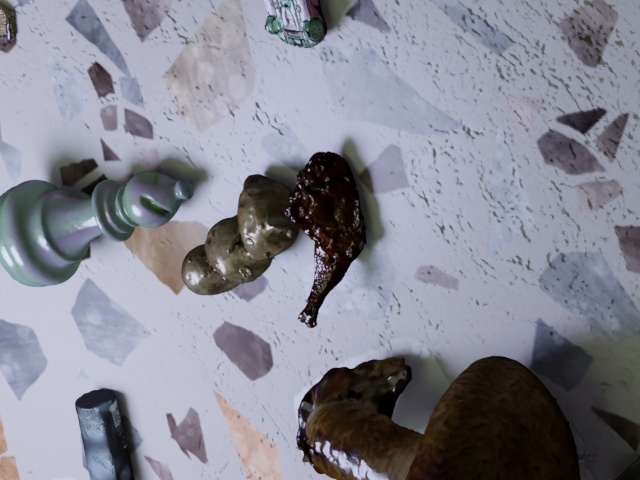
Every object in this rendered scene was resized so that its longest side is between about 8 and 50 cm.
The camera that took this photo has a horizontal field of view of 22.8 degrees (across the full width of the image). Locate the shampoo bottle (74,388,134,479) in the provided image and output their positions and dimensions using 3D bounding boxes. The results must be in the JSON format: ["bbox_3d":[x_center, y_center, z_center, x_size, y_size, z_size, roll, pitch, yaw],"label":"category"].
[{"bbox_3d":[-0.292,0.308,2.216,0.063,0.057,0.207,5,118,26],"label":"shampoo bottle"}]

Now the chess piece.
[{"bbox_3d":[-0.272,-0.032,1.984,0.272,0.139,0.139,-15,104,30],"label":"chess piece"}]

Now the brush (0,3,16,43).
[{"bbox_3d":[-0.454,-0.294,2.039,0.164,0.014,0.051,19,123,29],"label":"brush"}]

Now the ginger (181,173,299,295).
[{"bbox_3d":[-0.095,0.004,1.890,0.204,0.080,0.104,-47,50,41],"label":"ginger"}]

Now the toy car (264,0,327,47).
[{"bbox_3d":[-0.032,-0.273,1.709,0.069,0.055,0.142,15,132,40],"label":"toy car"}]

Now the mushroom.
[{"bbox_3d":[0.121,0.257,1.715,0.356,0.334,0.331,44,111,10],"label":"mushroom"}]

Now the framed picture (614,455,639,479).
[{"bbox_3d":[0.465,0.254,1.645,0.232,0.024,0.315,41,132,10],"label":"framed picture"}]

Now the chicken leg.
[{"bbox_3d":[0.006,-0.003,1.814,0.053,0.093,0.205,-146,44,-68],"label":"chicken leg"}]
